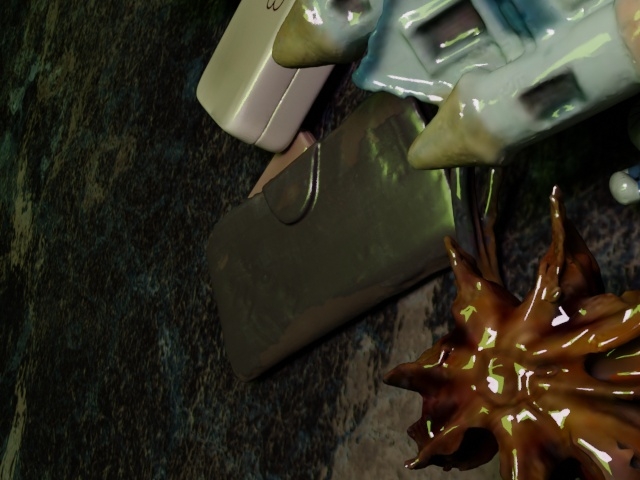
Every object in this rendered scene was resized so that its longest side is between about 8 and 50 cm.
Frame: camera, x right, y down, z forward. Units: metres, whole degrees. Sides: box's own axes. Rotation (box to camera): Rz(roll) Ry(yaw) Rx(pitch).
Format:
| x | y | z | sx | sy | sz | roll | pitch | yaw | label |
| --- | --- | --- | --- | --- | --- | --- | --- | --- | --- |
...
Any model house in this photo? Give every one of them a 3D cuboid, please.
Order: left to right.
| x | y | z | sx | sy | sz | roll | pitch | yaw | label |
| --- | --- | --- | --- | --- | --- | --- | --- | --- | --- |
| 0.069 | -0.174 | 0.522 | 0.324 | 0.267 | 0.194 | -26 | 15 | 37 | model house |

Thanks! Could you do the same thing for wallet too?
| x | y | z | sx | sy | sz | roll | pitch | yaw | label |
| --- | --- | --- | --- | --- | --- | --- | --- | --- | --- |
| 0.000 | 0.000 | 0.757 | 0.309 | 0.042 | 0.165 | -35 | 66 | 40 | wallet |

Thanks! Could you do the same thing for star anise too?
| x | y | z | sx | sy | sz | roll | pitch | yaw | label |
| --- | --- | --- | --- | --- | --- | --- | --- | --- | --- |
| 0.147 | 0.053 | 0.505 | 0.237 | 0.148 | 0.346 | -36 | 45 | 10 | star anise |

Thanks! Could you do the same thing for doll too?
| x | y | z | sx | sy | sz | roll | pitch | yaw | label |
| --- | --- | --- | --- | --- | --- | --- | --- | --- | --- |
| 0.216 | -0.061 | 0.526 | 0.076 | 0.050 | 0.083 | 162 | 117 | -66 | doll |

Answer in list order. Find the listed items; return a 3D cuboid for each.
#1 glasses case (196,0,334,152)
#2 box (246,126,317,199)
| x | y | z | sx | sy | sz | roll | pitch | yaw | label |
| --- | --- | --- | --- | --- | --- | --- | --- | --- | --- |
| -0.011 | -0.247 | 0.837 | 0.313 | 0.070 | 0.131 | -59 | 34 | 13 | glasses case |
| -0.040 | -0.059 | 0.860 | 0.115 | 0.025 | 0.048 | -55 | 36 | 21 | box |
